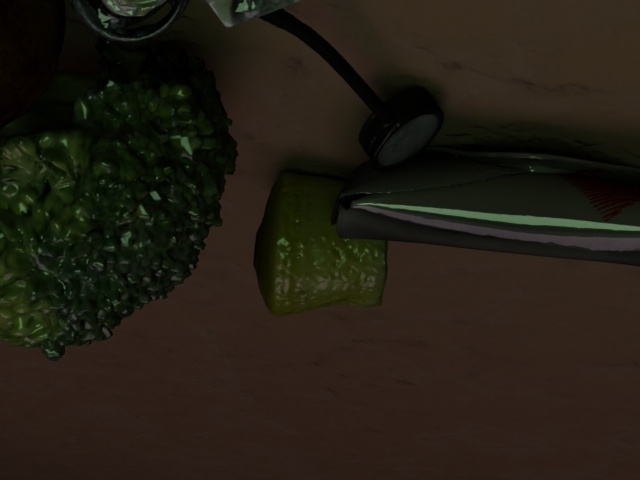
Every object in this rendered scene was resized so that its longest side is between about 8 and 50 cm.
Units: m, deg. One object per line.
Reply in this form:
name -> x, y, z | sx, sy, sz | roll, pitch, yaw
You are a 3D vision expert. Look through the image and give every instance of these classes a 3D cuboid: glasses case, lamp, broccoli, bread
glasses case -> 0.158, -0.030, 1.104 | 0.308, 0.083, 0.128 | 6, 177, 8
lamp -> -0.023, -0.150, 0.936 | 0.130, 0.108, 0.371 | -47, 152, 19
broccoli -> -0.183, -0.033, 0.991 | 0.260, 0.235, 0.288 | -5, 163, -25
bread -> 0.000, 0.000, 1.231 | 0.114, 0.129, 0.111 | 2, 147, -6

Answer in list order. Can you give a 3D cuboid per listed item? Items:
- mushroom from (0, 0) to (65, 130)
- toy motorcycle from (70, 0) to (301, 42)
mushroom -> -0.293, -0.122, 0.809 | 0.297, 0.163, 0.278 | 3, -157, 18
toy motorcycle -> -0.031, -0.187, 0.710 | 0.228, 0.074, 0.151 | -15, 115, 1
